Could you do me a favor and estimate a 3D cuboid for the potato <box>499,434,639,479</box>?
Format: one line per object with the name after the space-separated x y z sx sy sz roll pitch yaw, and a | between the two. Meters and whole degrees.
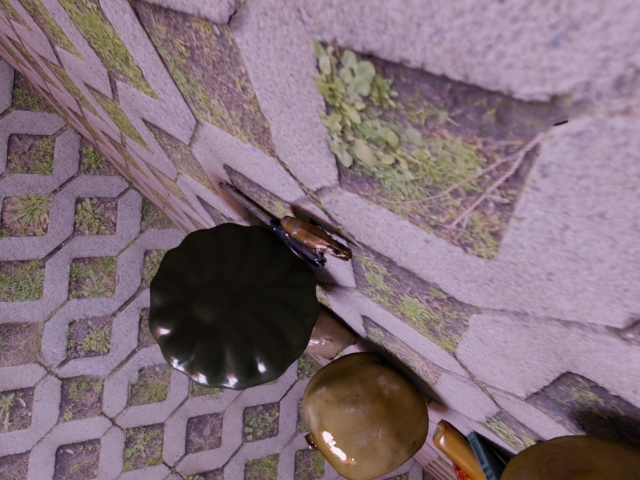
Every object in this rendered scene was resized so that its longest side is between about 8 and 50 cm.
0.338 0.419 0.443 0.296 0.290 0.397 -13 82 62 | potato

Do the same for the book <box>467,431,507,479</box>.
0.450 0.615 0.897 0.264 0.031 0.379 47 -169 -12 | book

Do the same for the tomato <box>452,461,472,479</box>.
0.474 0.714 1.288 0.139 0.091 0.159 96 152 -58 | tomato

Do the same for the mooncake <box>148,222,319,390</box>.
-0.182 0.140 0.922 0.356 0.356 0.194 41 158 7 | mooncake

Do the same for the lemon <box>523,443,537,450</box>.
0.380 0.389 0.741 0.065 0.065 0.092 39 164 13 | lemon

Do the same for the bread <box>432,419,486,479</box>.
0.414 0.610 1.190 0.239 0.074 0.092 40 168 12 | bread

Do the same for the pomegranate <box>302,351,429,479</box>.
0.111 0.460 1.111 0.332 0.332 0.332 39 163 14 | pomegranate

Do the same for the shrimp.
-0.005 0.007 0.717 0.162 0.045 0.095 29 159 34 | shrimp

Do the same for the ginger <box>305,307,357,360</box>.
-0.021 0.257 1.211 0.267 0.138 0.152 22 159 39 | ginger

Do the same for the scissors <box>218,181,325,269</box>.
-0.107 -0.042 0.872 0.300 0.022 0.109 37 159 22 | scissors
